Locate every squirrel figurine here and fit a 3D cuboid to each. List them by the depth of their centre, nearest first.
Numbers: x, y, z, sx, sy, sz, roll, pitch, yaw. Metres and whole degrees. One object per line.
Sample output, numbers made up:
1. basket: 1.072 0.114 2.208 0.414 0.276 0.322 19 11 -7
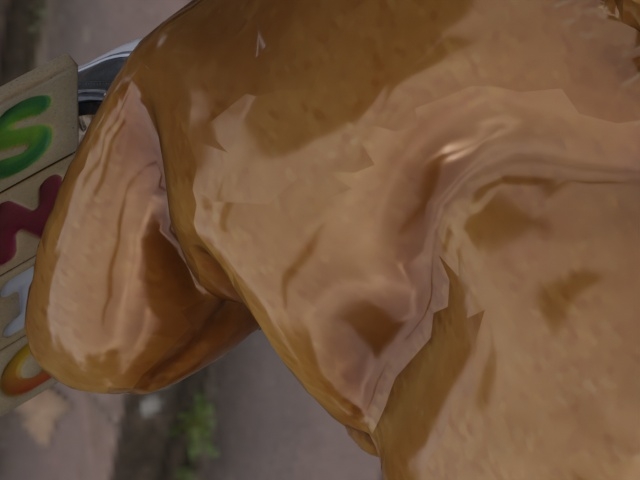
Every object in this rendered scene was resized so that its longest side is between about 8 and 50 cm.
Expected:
1. squirrel figurine: 0.138 0.038 0.474 0.370 0.281 0.397 66 145 34

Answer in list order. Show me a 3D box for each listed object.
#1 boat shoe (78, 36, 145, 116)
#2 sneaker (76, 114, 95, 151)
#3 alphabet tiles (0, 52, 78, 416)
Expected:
1. boat shoe: -0.168 -0.062 1.236 0.228 0.076 0.080 -16 116 43
2. sneaker: -0.181 0.006 1.185 0.153 0.282 0.099 25 -136 -75
3. alphabet tiles: -0.219 0.061 0.812 0.011 0.285 0.342 44 150 24
